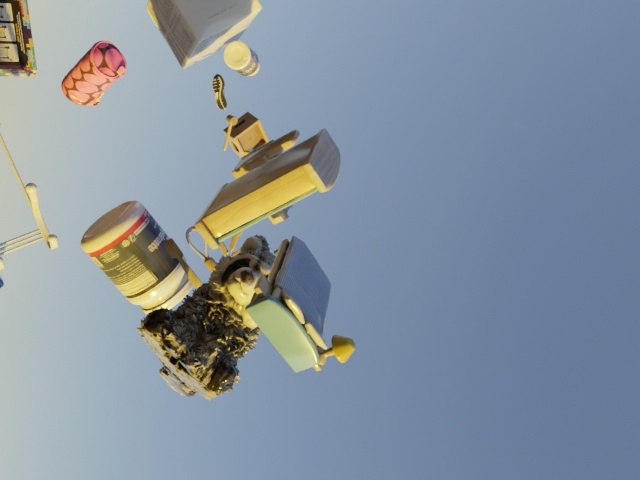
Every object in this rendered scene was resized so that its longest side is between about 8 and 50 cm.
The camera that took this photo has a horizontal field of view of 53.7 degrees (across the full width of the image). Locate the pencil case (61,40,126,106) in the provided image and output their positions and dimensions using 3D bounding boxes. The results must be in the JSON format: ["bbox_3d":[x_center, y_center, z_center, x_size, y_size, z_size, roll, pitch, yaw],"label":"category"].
[{"bbox_3d":[-0.537,-0.392,1.507,0.209,0.098,0.095,-15,-149,51],"label":"pencil case"}]

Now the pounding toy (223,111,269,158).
[{"bbox_3d":[-0.322,-0.415,2.429,0.181,0.206,0.094,-40,-128,-14],"label":"pounding toy"}]

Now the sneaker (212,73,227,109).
[{"bbox_3d":[-0.319,-0.465,1.977,0.044,0.040,0.109,-132,-144,-66],"label":"sneaker"}]

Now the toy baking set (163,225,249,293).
[{"bbox_3d":[-0.259,0.058,1.589,0.030,0.256,0.196,-81,168,-79],"label":"toy baking set"}]

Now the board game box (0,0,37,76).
[{"bbox_3d":[-0.714,-0.450,1.396,0.048,0.141,0.170,-15,-97,61],"label":"board game box"}]

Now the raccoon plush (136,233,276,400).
[{"bbox_3d":[-0.222,0.156,1.353,0.299,0.216,0.446,-46,-169,-26],"label":"raccoon plush"}]

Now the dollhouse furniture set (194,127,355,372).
[{"bbox_3d":[0.000,0.000,0.999,0.198,0.303,0.286,-25,-158,22],"label":"dollhouse furniture set"}]

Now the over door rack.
[{"bbox_3d":[-0.690,-0.091,1.221,0.108,0.239,0.324,-27,-91,60],"label":"over door rack"}]

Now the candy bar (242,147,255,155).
[{"bbox_3d":[-0.145,-0.230,1.805,0.040,0.161,0.018,-72,-178,-63],"label":"candy bar"}]

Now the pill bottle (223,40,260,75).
[{"bbox_3d":[-0.219,-0.512,1.795,0.137,0.078,0.078,-24,127,-80],"label":"pill bottle"}]

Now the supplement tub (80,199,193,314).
[{"bbox_3d":[-0.479,0.048,1.678,0.191,0.272,0.191,-28,-155,14],"label":"supplement tub"}]

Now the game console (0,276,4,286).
[{"bbox_3d":[-1.078,0.047,1.760,0.173,0.293,0.250,-44,-130,-10],"label":"game console"}]

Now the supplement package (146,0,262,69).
[{"bbox_3d":[-0.319,-0.621,1.692,0.198,0.199,0.263,59,-19,-10],"label":"supplement package"}]
